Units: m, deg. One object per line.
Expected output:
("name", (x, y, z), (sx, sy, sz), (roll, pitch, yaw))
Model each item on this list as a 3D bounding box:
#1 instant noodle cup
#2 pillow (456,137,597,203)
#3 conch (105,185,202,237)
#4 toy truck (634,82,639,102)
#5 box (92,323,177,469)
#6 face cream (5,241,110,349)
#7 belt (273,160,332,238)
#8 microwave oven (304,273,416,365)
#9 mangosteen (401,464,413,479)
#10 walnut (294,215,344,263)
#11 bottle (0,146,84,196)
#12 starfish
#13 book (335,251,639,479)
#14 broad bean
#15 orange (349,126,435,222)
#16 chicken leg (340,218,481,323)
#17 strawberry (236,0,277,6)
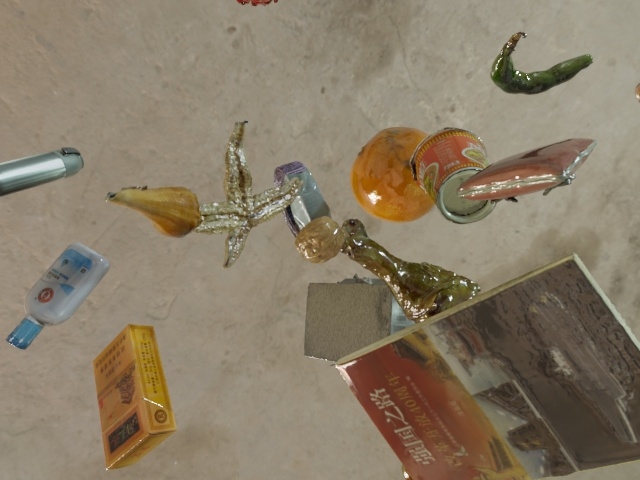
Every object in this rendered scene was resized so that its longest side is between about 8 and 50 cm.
("instant noodle cup", (0.316, -0.143, 0.949), (0.193, 0.212, 0.193), (2, 121, 4))
("pillow", (0.342, -0.109, 0.680), (0.171, 0.179, 0.075), (-29, 102, -36))
("conch", (-0.307, -0.052, 0.821), (0.109, 0.330, 0.093), (-21, 89, 6))
("toy truck", (0.474, -0.209, 0.391), (0.257, 0.140, 0.108), (-38, 89, 15))
("box", (-0.448, 0.362, 0.968), (0.174, 0.076, 0.274), (-42, 56, 21))
("face cream", (-0.805, 0.169, 1.241), (0.163, 0.080, 0.336), (27, 70, 15))
("belt", (-0.067, -0.132, 1.515), (0.122, 0.260, 0.325), (-23, 100, -21))
("microwave oven", (0.170, 0.319, 1.622), (0.236, 0.432, 0.374), (13, 77, -44))
("mangosteen", (0.298, 0.652, 1.083), (0.200, 0.200, 0.200), (0, 91, -4))
("walnut", (0.000, 0.000, 0.767), (0.096, 0.082, 0.079), (-33, 119, 23))
("bottle", (-0.744, -0.185, 1.059), (0.079, 0.254, 0.096), (42, 124, 3))
("starfish", (-0.223, -0.139, 1.148), (0.432, 0.082, 0.324), (-53, 130, -30))
("book", (0.228, 0.210, 0.550), (0.374, 0.028, 0.262), (-35, 91, 31))
("broad bean", (0.502, -0.399, 0.954), (0.292, 0.144, 0.049), (-1, 65, -28))
("orange", (0.246, -0.203, 1.286), (0.312, 0.312, 0.312), (0, 91, -4))
("chicken leg", (0.195, 0.097, 0.847), (0.361, 0.211, 0.140), (24, 100, -26))
("strawberry", (-0.110, -0.499, 0.661), (0.234, 0.178, 0.234), (-9, 131, -10))
